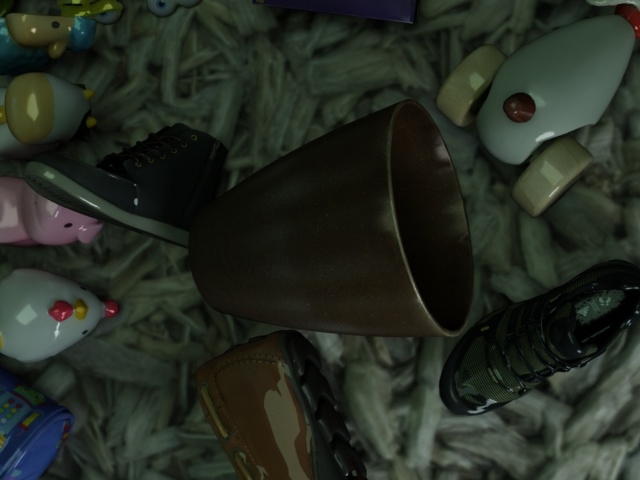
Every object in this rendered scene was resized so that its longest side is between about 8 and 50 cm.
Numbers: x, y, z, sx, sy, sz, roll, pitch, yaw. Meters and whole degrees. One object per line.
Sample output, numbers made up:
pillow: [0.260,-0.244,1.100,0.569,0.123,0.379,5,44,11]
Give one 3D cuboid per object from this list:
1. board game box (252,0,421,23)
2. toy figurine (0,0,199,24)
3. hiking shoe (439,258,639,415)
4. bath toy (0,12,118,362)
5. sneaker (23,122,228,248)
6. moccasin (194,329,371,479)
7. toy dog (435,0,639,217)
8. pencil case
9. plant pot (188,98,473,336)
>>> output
board game box: [0.022,-0.298,0.936,0.170,0.048,0.141,9,108,11]
toy figurine: [-0.302,-0.330,0.934,0.362,0.217,0.191,-7,85,9]
hiking shoe: [0.204,0.088,0.868,0.227,0.114,0.086,-35,81,7]
bath toy: [-0.280,-0.051,0.963,0.129,0.151,0.348,-3,89,-18]
sneaker: [-0.184,-0.073,0.909,0.083,0.222,0.118,12,83,35]
moccasin: [-0.017,0.279,0.888,0.147,0.139,0.380,-26,85,14]
toy dog: [0.248,-0.184,0.852,0.220,0.161,0.333,27,92,10]
pencil case: [-0.411,0.162,0.974,0.306,0.119,0.133,29,98,11]
plant pot: [0.000,0.000,0.880,0.230,0.215,0.215,-12,85,23]
